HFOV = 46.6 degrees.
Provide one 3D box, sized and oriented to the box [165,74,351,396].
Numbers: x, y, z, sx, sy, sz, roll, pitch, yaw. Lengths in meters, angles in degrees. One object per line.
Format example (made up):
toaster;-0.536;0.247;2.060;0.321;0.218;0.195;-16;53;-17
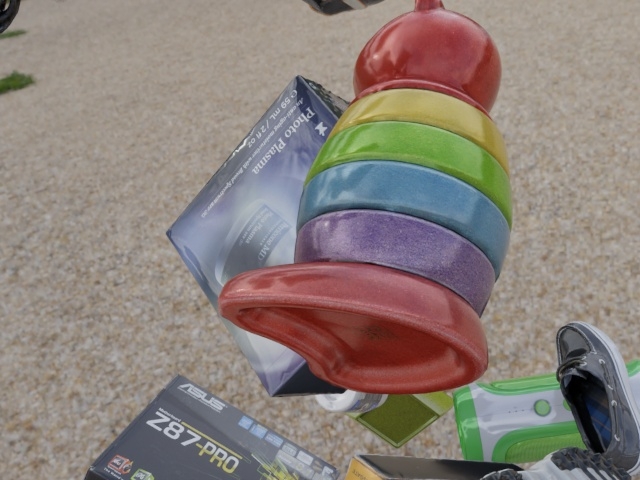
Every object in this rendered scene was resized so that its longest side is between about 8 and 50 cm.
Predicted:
box;0.000;0.000;0.980;0.294;0.296;0.183;51;20;27

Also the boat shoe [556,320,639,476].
boat shoe;0.333;0.184;0.925;0.076;0.080;0.228;23;38;-24

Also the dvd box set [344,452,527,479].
dvd box set;0.090;0.461;0.874;0.308;0.420;0.062;18;4;-39

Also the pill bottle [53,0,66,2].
pill bottle;-0.123;-0.219;0.440;0.152;0.086;0.086;-36;29;-1

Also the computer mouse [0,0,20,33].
computer mouse;-0.328;-0.257;0.482;0.272;0.188;0.072;7;3;-30

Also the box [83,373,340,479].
box;-0.193;0.458;1.393;0.395;0.097;0.318;30;27;7

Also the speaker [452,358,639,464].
speaker;0.343;0.245;1.049;0.297;0.131;0.131;-10;27;6

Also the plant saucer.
plant saucer;0.163;0.364;1.590;0.188;0.188;0.045;-43;21;22

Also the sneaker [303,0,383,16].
sneaker;-0.002;-0.417;1.113;0.127;0.126;0.321;-18;-15;34

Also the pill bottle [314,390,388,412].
pill bottle;0.051;0.226;1.142;0.078;0.078;0.137;3;-10;28

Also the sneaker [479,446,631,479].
sneaker;0.195;0.246;0.654;0.234;0.106;0.078;5;34;-41

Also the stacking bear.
stacking bear;0.065;-0.050;0.558;0.164;0.175;0.289;-7;56;38
